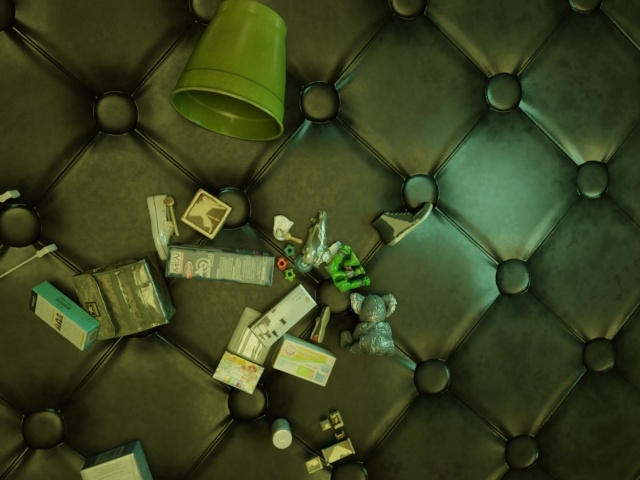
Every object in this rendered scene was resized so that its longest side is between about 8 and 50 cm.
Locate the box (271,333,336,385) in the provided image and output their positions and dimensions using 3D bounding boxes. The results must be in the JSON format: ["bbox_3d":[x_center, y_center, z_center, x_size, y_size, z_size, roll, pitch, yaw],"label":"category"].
[{"bbox_3d":[-0.063,0.426,1.951,0.203,0.103,0.114,22,91,-10],"label":"box"}]

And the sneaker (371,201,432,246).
[{"bbox_3d":[0.299,-0.091,1.980,0.222,0.083,0.118,-42,98,-3],"label":"sneaker"}]

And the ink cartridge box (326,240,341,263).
[{"bbox_3d":[0.044,0.043,1.978,0.083,0.028,0.048,-36,97,-5],"label":"ink cartridge box"}]

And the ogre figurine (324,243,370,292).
[{"bbox_3d":[0.091,0.110,1.952,0.118,0.097,0.197,-32,142,0],"label":"ogre figurine"}]

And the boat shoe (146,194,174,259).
[{"bbox_3d":[-0.535,-0.048,1.855,0.075,0.083,0.227,-12,95,-7],"label":"boat shoe"}]

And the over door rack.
[{"bbox_3d":[-1.082,0.012,1.765,0.324,0.108,0.240,-31,99,-6],"label":"over door rack"}]

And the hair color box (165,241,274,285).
[{"bbox_3d":[-0.338,0.078,1.849,0.346,0.174,0.105,6,93,-9],"label":"hair color box"}]

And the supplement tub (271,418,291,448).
[{"bbox_3d":[-0.141,0.696,1.957,0.070,0.107,0.071,-1,94,-9],"label":"supplement tub"}]

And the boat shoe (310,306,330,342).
[{"bbox_3d":[-0.001,0.304,1.983,0.043,0.049,0.137,17,93,30],"label":"boat shoe"}]

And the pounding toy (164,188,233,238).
[{"bbox_3d":[-0.436,-0.090,1.865,0.206,0.094,0.181,32,91,-5],"label":"pounding toy"}]

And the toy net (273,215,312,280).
[{"bbox_3d":[-0.120,0.022,1.947,0.122,0.045,0.232,-27,96,-4],"label":"toy net"}]

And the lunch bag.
[{"bbox_3d":[-0.668,0.192,1.814,0.286,0.169,0.236,-16,100,1],"label":"lunch bag"}]

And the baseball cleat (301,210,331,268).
[{"bbox_3d":[0.000,0.000,1.940,0.109,0.072,0.206,27,74,-20],"label":"baseball cleat"}]

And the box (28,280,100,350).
[{"bbox_3d":[-0.844,0.247,1.784,0.244,0.060,0.101,35,124,9],"label":"box"}]

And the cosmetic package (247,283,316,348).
[{"bbox_3d":[-0.135,0.268,1.931,0.239,0.060,0.099,-41,101,-15],"label":"cosmetic package"}]

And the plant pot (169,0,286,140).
[{"bbox_3d":[-0.260,-0.559,1.754,0.366,0.366,0.353,14,79,-9],"label":"plant pot"}]

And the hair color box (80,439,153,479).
[{"bbox_3d":[-0.672,0.916,1.889,0.185,0.113,0.375,-17,96,-7],"label":"hair color box"}]

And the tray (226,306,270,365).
[{"bbox_3d":[-0.258,0.391,1.957,0.145,0.030,0.271,24,90,-11],"label":"tray"}]

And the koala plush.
[{"bbox_3d":[0.187,0.297,1.950,0.196,0.203,0.222,6,81,-9],"label":"koala plush"}]

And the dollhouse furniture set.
[{"bbox_3d":[0.013,0.744,2.010,0.181,0.101,0.161,-21,72,-6],"label":"dollhouse furniture set"}]

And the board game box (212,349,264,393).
[{"bbox_3d":[-0.291,0.467,1.928,0.154,0.026,0.104,26,90,-10],"label":"board game box"}]
